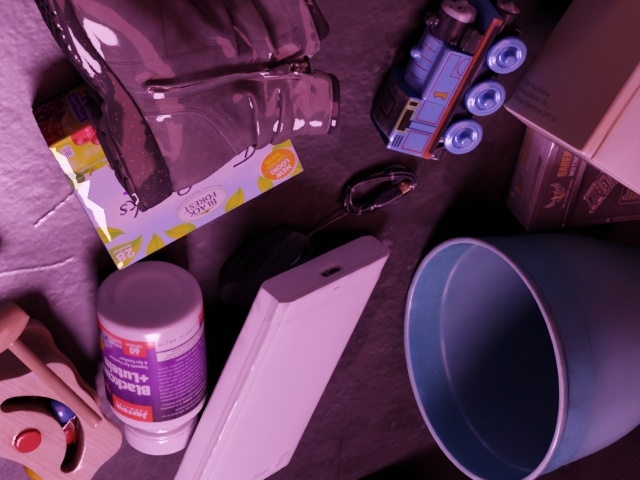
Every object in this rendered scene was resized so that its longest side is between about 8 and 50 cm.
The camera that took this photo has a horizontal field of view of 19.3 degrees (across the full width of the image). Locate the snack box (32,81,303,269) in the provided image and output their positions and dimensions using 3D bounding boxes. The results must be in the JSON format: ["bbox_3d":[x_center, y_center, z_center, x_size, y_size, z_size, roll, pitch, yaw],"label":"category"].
[{"bbox_3d":[-0.141,-0.093,1.783,0.207,0.070,0.174,-27,133,-4],"label":"snack box"}]

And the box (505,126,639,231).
[{"bbox_3d":[0.312,-0.122,2.015,0.183,0.056,0.231,-6,129,-23],"label":"box"}]

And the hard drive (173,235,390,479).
[{"bbox_3d":[-0.047,0.147,1.995,0.203,0.040,0.307,-24,145,-52],"label":"hard drive"}]

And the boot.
[{"bbox_3d":[-0.124,-0.208,1.638,0.222,0.118,0.338,-26,122,-8],"label":"boot"}]

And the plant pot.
[{"bbox_3d":[0.272,0.110,2.063,0.255,0.271,0.272,-11,132,-32],"label":"plant pot"}]

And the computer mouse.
[{"bbox_3d":[0.000,0.000,1.961,0.242,0.041,0.071,-34,135,1],"label":"computer mouse"}]

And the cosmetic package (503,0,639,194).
[{"bbox_3d":[0.333,-0.212,1.826,0.113,0.160,0.309,29,95,-32],"label":"cosmetic package"}]

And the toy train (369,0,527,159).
[{"bbox_3d":[0.128,-0.163,1.867,0.105,0.080,0.184,11,121,-28],"label":"toy train"}]

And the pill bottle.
[{"bbox_3d":[-0.170,0.125,1.927,0.108,0.108,0.193,-16,133,-16],"label":"pill bottle"}]

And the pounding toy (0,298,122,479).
[{"bbox_3d":[-0.300,0.184,1.873,0.154,0.155,0.269,-35,136,-4],"label":"pounding toy"}]
